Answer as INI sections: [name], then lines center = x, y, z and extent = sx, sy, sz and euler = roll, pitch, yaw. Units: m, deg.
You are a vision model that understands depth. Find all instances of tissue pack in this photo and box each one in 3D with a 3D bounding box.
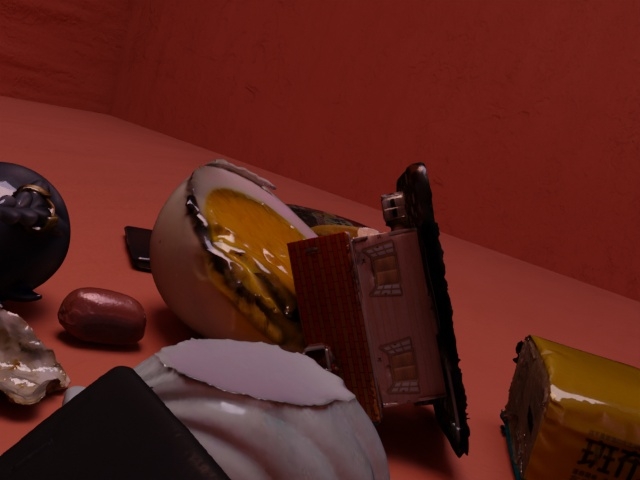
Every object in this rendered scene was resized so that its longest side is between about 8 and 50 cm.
[tissue pack]
center = 0.346, 0.217, 0.731
extent = 0.271, 0.133, 0.192
euler = 17, 11, 4

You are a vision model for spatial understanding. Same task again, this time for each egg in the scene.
[egg]
center = -0.096, 0.055, 0.843
extent = 0.286, 0.174, 0.264
euler = 49, 22, 18

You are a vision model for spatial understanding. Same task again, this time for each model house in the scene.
[model house]
center = 0.055, 0.079, 0.733
extent = 0.154, 0.293, 0.207
euler = -9, -1, 0

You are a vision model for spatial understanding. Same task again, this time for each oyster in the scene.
[oyster]
center = -0.294, 0.096, 0.579
extent = 0.148, 0.051, 0.103
euler = 44, 13, -5

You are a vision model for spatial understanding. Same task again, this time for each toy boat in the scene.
[toy boat]
center = -0.058, 0.150, 0.562
extent = 0.291, 0.100, 0.199
euler = 12, 11, -31

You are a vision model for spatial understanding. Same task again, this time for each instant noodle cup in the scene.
[instant noodle cup]
center = 0.000, 0.000, 1.442
extent = 0.274, 0.090, 0.274
euler = 15, 10, -3

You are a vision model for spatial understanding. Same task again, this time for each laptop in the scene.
[laptop]
center = -0.251, 0.021, 1.136
extent = 0.154, 0.026, 0.207
euler = 10, 11, -23

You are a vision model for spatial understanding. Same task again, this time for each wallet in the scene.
[wallet]
center = -0.114, 0.164, 0.390
extent = 0.124, 0.025, 0.244
euler = -38, 39, -20

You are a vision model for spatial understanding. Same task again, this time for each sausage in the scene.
[sausage]
center = -0.236, 0.084, 0.734
extent = 0.094, 0.059, 0.054
euler = 16, 22, -29

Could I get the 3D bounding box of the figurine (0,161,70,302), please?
[figurine]
center = -0.375, -0.002, 0.685
extent = 0.197, 0.175, 0.265
euler = 8, 18, 1

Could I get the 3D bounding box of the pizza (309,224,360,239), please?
[pizza]
center = 0.032, 0.058, 1.016
extent = 0.197, 0.058, 0.292
euler = 49, -36, -9
